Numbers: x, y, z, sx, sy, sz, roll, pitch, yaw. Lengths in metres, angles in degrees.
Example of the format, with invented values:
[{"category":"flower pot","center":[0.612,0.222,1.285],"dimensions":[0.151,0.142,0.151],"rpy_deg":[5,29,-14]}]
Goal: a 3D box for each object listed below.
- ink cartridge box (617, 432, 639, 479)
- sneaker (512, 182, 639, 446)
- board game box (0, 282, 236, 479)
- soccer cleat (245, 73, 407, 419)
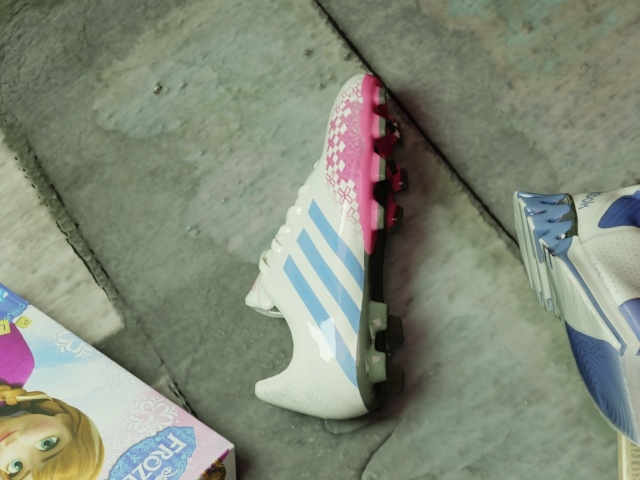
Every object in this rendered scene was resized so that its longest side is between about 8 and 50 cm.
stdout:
[{"category":"ink cartridge box","center":[0.360,0.216,1.348],"dimensions":[0.234,0.088,0.193],"rpy_deg":[-3,66,16]},{"category":"sneaker","center":[0.280,0.024,1.382],"dimensions":[0.182,0.127,0.315],"rpy_deg":[-16,28,-1]},{"category":"board game box","center":[-0.296,0.215,1.484],"dimensions":[0.318,0.066,0.318],"rpy_deg":[31,54,24]},{"category":"soccer cleat","center":[0.000,0.000,1.526],"dimensions":[0.143,0.116,0.331],"rpy_deg":[-4,68,15]}]
